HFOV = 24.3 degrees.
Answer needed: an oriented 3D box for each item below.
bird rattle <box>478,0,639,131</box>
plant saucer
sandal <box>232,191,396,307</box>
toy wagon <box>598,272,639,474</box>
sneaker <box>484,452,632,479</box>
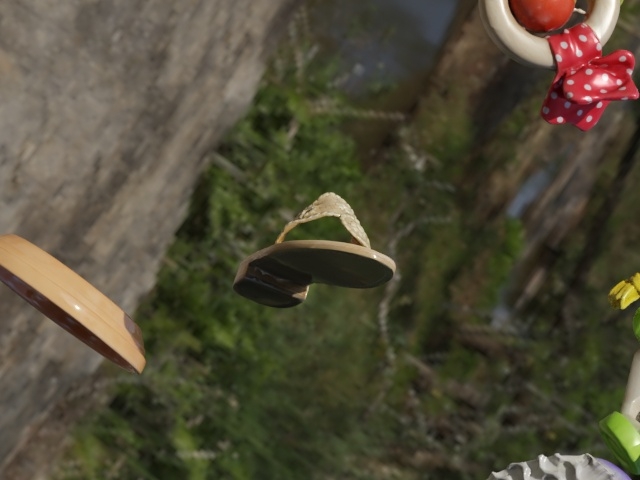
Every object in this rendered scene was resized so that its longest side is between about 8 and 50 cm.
[{"bbox_3d":[0.283,-0.264,1.726,0.143,0.207,0.253,-94,-157,-87],"label":"bird rattle"},{"bbox_3d":[-0.241,0.055,1.400,0.037,0.200,0.200,-54,167,-12],"label":"plant saucer"},{"bbox_3d":[-0.006,-0.002,1.259,0.240,0.088,0.079,-22,-132,62],"label":"sandal"},{"bbox_3d":[0.365,0.112,1.244,0.267,0.344,0.068,-34,119,-6],"label":"toy wagon"},{"bbox_3d":[0.121,0.254,0.976,0.146,0.102,0.293,14,120,-48],"label":"sneaker"}]
